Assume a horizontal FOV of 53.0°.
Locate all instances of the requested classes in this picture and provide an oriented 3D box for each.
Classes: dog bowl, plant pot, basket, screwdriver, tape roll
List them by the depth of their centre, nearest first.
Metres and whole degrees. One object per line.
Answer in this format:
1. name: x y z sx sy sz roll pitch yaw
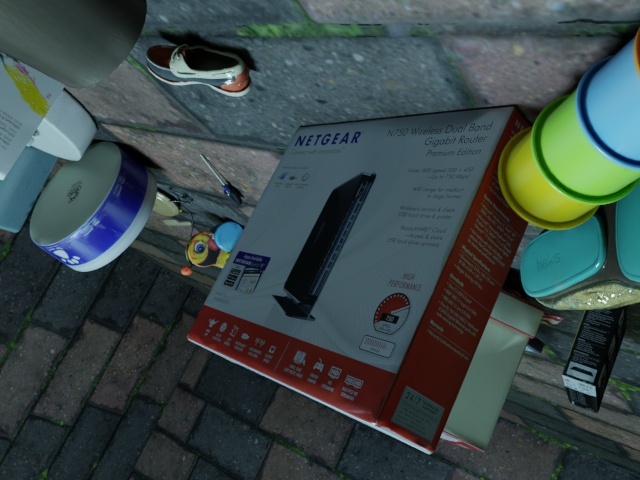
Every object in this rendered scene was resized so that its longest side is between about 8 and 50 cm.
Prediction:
1. basket: -0.283 -0.253 0.581 0.204 0.154 0.227 -19 150 25
2. screwdriver: -0.187 -0.109 1.194 0.024 0.025 0.170 20 165 26
3. tape roll: -0.622 -0.288 1.231 0.392 0.072 0.392 26 166 7
4. dog bowl: -0.476 -0.074 1.344 0.265 0.265 0.104 13 158 43
5. plant pot: -0.819 -0.181 1.510 0.247 0.248 0.252 27 179 -1

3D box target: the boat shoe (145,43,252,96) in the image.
1. boat shoe: -0.142 -0.200 0.725 0.137 0.049 0.043 19 162 18

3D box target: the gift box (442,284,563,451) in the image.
1. gift box: 0.194 0.162 0.996 0.255 0.258 0.276 26 165 3

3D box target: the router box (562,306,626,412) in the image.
1. router box: 0.382 0.155 0.890 0.046 0.133 0.179 18 163 30

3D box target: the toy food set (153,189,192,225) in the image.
1. toy food set: -0.407 -0.105 1.602 0.132 0.038 0.192 3 149 43

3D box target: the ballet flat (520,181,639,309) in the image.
1. ballet flat: 0.296 0.000 0.566 0.123 0.123 0.348 26 166 0

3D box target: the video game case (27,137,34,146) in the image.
1. video game case: -0.702 -0.262 1.278 0.212 0.023 0.193 17 164 38

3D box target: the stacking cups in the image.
1. stacking cups: 0.212 -0.086 0.395 0.096 0.096 0.316 27 167 0

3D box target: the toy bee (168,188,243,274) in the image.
1. toy bee: -0.255 0.027 1.534 0.298 0.162 0.195 26 168 3

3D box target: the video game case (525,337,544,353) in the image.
1. video game case: 0.289 0.161 1.316 0.196 0.026 0.274 34 166 -27

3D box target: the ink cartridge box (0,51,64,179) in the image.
1. ink cartridge box: -0.426 -0.220 0.780 0.171 0.232 0.168 13 161 42

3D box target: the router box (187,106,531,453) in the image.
1. router box: 0.032 0.017 0.676 0.082 0.301 0.335 36 163 -34
